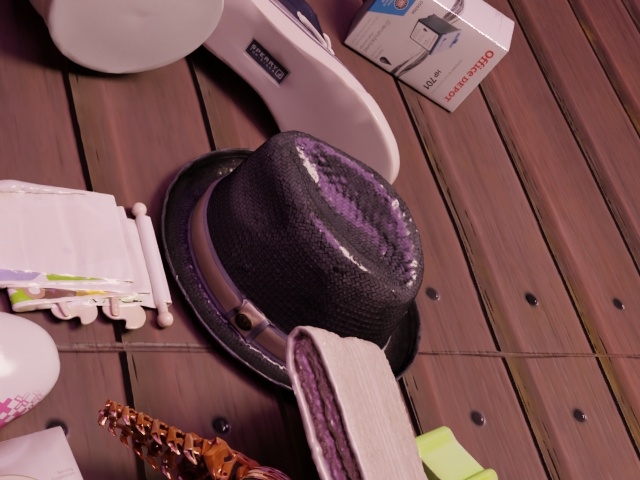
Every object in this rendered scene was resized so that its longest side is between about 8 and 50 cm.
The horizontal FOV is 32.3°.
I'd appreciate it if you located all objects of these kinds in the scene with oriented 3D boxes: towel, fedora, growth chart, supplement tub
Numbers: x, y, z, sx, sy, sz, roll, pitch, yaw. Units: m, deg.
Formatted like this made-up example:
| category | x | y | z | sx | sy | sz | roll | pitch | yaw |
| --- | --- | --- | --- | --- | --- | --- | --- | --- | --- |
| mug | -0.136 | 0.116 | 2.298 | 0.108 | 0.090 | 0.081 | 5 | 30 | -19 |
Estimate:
| category | x | y | z | sx | sy | sz | roll | pitch | yaw |
| --- | --- | --- | --- | --- | --- | --- | --- | --- | --- |
| towel | 0.053 | 0.218 | 1.003 | 0.187 | 0.049 | 0.282 | 25 | 44 | -66 |
| fedora | 0.000 | 0.000 | 1.187 | 0.334 | 0.152 | 0.334 | 20 | 46 | -23 |
| growth chart | -0.259 | 0.008 | 1.087 | 0.237 | 0.021 | 0.172 | 12 | 50 | -29 |
| supplement tub | -0.240 | -0.371 | 1.258 | 0.228 | 0.228 | 0.316 | 3 | 54 | -35 |

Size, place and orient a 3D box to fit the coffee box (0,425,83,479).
| category | x | y | z | sx | sy | sz | roll | pitch | yaw |
| --- | --- | --- | --- | --- | --- | --- | --- | --- | --- |
| coffee box | -0.290 | 0.245 | 0.810 | 0.246 | 0.098 | 0.141 | -9 | 62 | -41 |

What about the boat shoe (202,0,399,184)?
| category | x | y | z | sx | sy | sz | roll | pitch | yaw |
| --- | --- | --- | --- | --- | --- | --- | --- | --- | --- |
| boat shoe | -0.009 | -0.209 | 1.378 | 0.340 | 0.127 | 0.158 | 50 | 30 | 0 |

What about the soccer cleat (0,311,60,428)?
| category | x | y | z | sx | sy | sz | roll | pitch | yaw |
| --- | --- | --- | --- | --- | --- | --- | --- | --- | --- |
| soccer cleat | -0.343 | 0.098 | 0.859 | 0.331 | 0.143 | 0.116 | -5 | 59 | -39 |

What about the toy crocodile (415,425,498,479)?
| category | x | y | z | sx | sy | sz | roll | pitch | yaw |
| --- | --- | --- | --- | --- | --- | --- | --- | --- | --- |
| toy crocodile | 0.186 | 0.335 | 1.082 | 0.115 | 0.105 | 0.340 | -7 | 60 | -40 |

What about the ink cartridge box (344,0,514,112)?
| category | x | y | z | sx | sy | sz | roll | pitch | yaw |
| --- | --- | --- | --- | --- | --- | --- | --- | --- | --- |
| ink cartridge box | 0.152 | -0.291 | 1.548 | 0.191 | 0.139 | 0.082 | 32 | 42 | -11 |

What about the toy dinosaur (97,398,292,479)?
| category | x | y | z | sx | sy | sz | roll | pitch | yaw |
| --- | --- | --- | --- | --- | --- | --- | --- | --- | --- |
| toy dinosaur | -0.068 | 0.269 | 0.950 | 0.322 | 0.164 | 0.218 | 27 | 28 | 5 |
